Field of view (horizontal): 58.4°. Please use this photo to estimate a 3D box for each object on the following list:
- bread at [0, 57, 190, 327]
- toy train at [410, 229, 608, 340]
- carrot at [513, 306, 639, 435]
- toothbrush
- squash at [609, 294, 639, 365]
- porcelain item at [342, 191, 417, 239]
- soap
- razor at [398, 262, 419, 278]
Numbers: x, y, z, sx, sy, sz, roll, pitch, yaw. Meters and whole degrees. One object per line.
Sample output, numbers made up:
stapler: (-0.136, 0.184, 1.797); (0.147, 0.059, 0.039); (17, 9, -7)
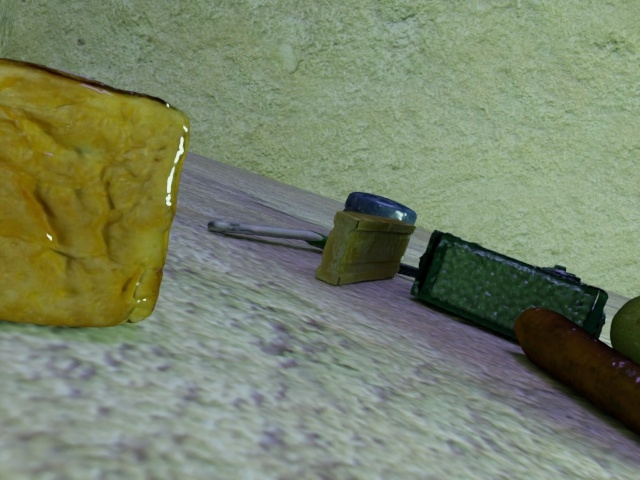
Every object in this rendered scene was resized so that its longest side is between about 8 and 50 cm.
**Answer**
bread: (-0.174, -0.033, 0.368); (0.158, 0.143, 0.149); (15, 1, -22)
toy train: (0.259, 0.065, 0.799); (0.269, 0.115, 0.154); (22, 3, 23)
carrot: (0.285, 0.143, 0.533); (0.066, 0.066, 0.314); (16, 11, -19)
toothbrush: (-0.001, 0.005, 0.936); (0.417, 0.040, 0.042); (6, -2, -41)
squash: (0.377, 0.122, 0.534); (0.132, 0.133, 0.247); (14, 13, -27)
porcelain item: (0.111, -0.031, 1.138); (0.147, 0.114, 0.147); (19, 7, -2)
soap: (0.073, 0.012, 0.820); (0.037, 0.092, 0.252); (24, 9, 24)
razor: (0.183, 0.062, 0.952); (0.190, 0.033, 0.066); (20, 7, 20)
